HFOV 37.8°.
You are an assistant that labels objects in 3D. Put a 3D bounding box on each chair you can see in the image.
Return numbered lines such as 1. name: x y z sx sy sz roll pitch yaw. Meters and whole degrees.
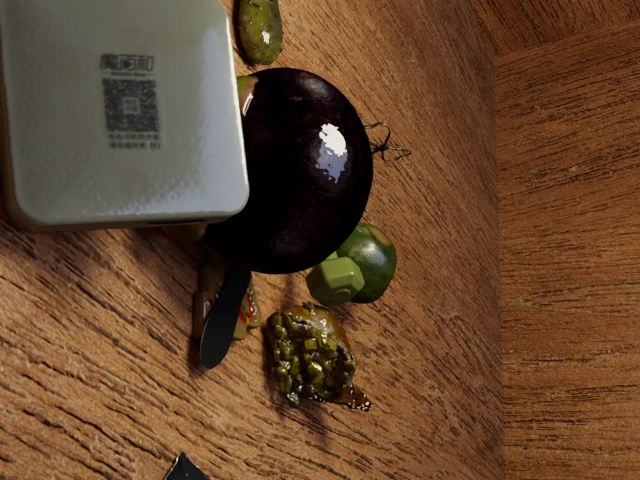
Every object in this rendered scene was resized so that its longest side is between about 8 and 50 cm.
1. chair: 0.027 -0.246 2.049 0.160 0.326 0.170 43 44 -51

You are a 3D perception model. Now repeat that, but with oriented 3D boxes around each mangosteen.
1. mangosteen: -0.110 -0.129 1.695 0.435 0.382 0.381 4 77 -51

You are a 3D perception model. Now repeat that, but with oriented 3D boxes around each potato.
1. potato: -0.133 -0.498 2.088 0.117 0.090 0.225 23 61 -61

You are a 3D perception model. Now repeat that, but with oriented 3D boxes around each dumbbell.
1. dumbbell: 0.000 0.000 2.051 0.108 0.121 0.301 8 47 -35

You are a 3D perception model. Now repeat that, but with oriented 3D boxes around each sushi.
1. sushi: -0.009 0.255 1.995 0.179 0.167 0.296 -105 176 -58

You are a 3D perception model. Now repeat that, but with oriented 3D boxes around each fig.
1. fig: 0.068 0.033 2.246 0.245 0.195 0.195 37 35 -4

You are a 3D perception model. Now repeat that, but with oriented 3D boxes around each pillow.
1. pillow: -0.185 0.462 1.565 0.208 0.055 0.141 42 29 -3

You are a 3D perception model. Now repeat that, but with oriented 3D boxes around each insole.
1. insole: -0.177 0.135 1.765 0.086 0.005 0.253 58 38 -39

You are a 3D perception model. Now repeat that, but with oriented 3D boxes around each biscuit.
1. biscuit: -0.182 0.117 1.807 0.238 0.041 0.212 -61 136 -55

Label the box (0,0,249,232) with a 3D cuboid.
1. box: -0.302 -0.205 1.423 0.367 0.090 0.372 -3 81 -29
